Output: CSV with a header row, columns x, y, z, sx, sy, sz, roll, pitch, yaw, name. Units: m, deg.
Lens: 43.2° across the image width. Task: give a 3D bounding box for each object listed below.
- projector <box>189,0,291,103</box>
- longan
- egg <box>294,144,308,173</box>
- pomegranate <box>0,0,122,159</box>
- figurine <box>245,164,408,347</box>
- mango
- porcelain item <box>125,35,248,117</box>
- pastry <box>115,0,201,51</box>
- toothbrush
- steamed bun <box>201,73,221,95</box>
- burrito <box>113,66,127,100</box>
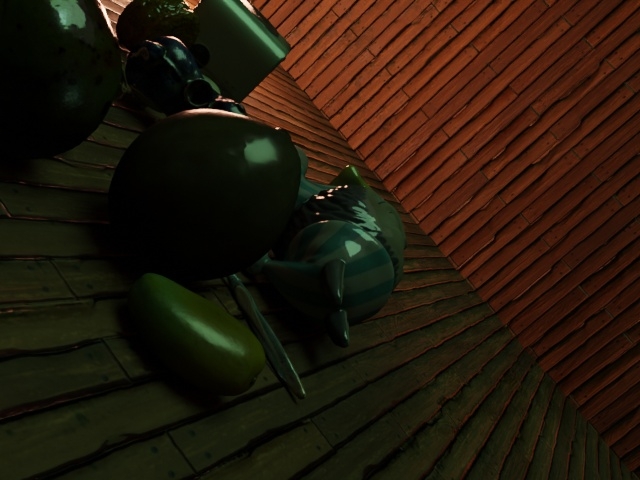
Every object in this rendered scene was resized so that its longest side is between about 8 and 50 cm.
x,y,z,sx,sy,sz,roll,pitch,yaw,name
-0.251,-0.507,2.123,0.249,0.248,0.248,44,14,-16,projector
-0.154,-0.070,1.151,0.300,0.300,0.243,-89,158,-71,longan
-0.083,-0.195,2.071,0.103,0.103,0.135,46,15,-5,egg
-0.393,-0.203,0.995,0.242,0.306,0.242,33,-36,28,pomegranate
0.000,0.000,1.433,0.361,0.266,0.378,30,10,-15,figurine
-0.156,0.116,0.997,0.194,0.092,0.130,43,15,1,mango
-0.254,-0.275,1.583,0.288,0.138,0.186,47,-17,-20,porcelain item
-0.374,-0.492,1.871,0.103,0.188,0.188,54,14,12,pastry
-0.117,0.101,1.293,0.375,0.028,0.037,56,8,32,toothbrush
-0.283,-0.340,1.891,0.130,0.091,0.112,41,13,-24,steamed bun
-0.462,-0.373,1.416,0.299,0.105,0.143,51,10,20,burrito
